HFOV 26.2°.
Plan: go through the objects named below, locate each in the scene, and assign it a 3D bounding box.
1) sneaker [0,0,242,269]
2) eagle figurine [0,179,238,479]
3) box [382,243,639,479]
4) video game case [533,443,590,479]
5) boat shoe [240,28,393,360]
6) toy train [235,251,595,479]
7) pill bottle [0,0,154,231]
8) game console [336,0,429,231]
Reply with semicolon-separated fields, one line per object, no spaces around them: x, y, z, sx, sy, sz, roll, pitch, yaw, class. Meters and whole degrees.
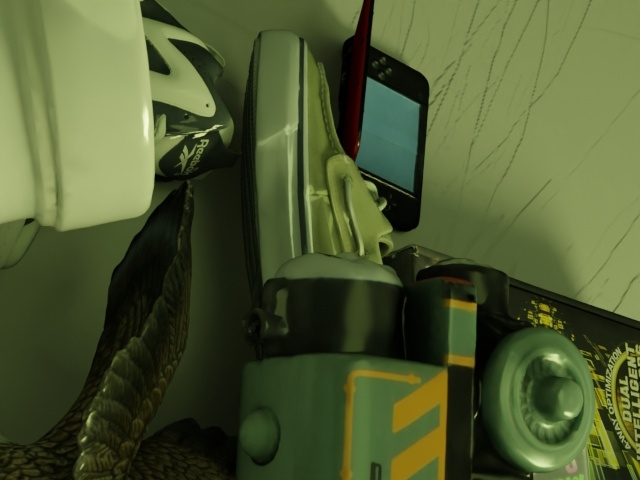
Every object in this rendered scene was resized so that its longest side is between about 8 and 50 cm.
-0.124;-0.060;0.864;0.153;0.094;0.235;28;47;-19;sneaker
-0.122;0.125;0.738;0.298;0.226;0.225;-32;75;-38;eagle figurine
0.151;0.230;0.981;0.318;0.097;0.394;18;62;-35;box
0.105;0.166;0.864;0.190;0.022;0.173;1;83;-41;video game case
0.000;0.000;0.917;0.094;0.109;0.302;-2;71;-9;boat shoe
0.037;0.166;0.705;0.190;0.142;0.333;11;76;-34;toy train
-0.266;-0.061;0.585;0.363;0.210;0.210;-11;80;-16;pill bottle
0.054;-0.098;1.036;0.124;0.085;0.144;23;60;-32;game console
